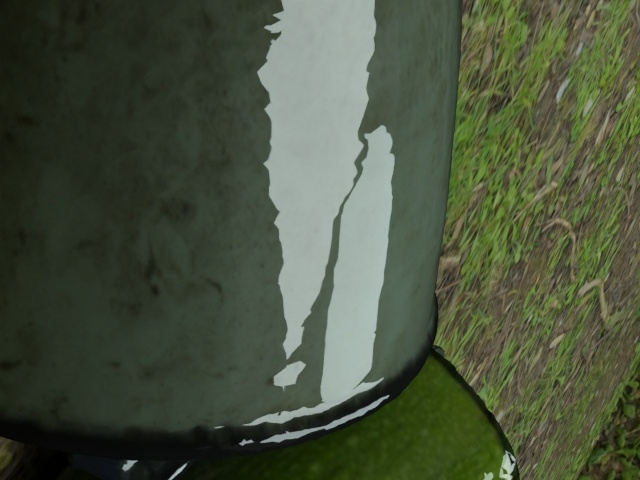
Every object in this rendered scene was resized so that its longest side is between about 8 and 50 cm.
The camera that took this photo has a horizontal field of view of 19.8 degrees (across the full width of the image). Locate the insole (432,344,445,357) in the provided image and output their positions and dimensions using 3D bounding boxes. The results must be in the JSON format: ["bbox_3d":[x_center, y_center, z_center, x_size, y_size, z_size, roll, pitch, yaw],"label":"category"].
[{"bbox_3d":[0.056,0.145,1.597,0.248,0.011,0.081,-25,137,-64],"label":"insole"}]

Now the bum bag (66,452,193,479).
[{"bbox_3d":[-0.078,0.037,1.227,0.310,0.137,0.074,-49,-171,-38],"label":"bum bag"}]

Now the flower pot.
[{"bbox_3d":[-0.065,-0.112,0.827,0.293,0.293,0.330,-36,142,-54],"label":"flower pot"}]

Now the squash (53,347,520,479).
[{"bbox_3d":[-0.059,0.231,1.266,0.309,0.310,0.310,-40,150,-47],"label":"squash"}]
